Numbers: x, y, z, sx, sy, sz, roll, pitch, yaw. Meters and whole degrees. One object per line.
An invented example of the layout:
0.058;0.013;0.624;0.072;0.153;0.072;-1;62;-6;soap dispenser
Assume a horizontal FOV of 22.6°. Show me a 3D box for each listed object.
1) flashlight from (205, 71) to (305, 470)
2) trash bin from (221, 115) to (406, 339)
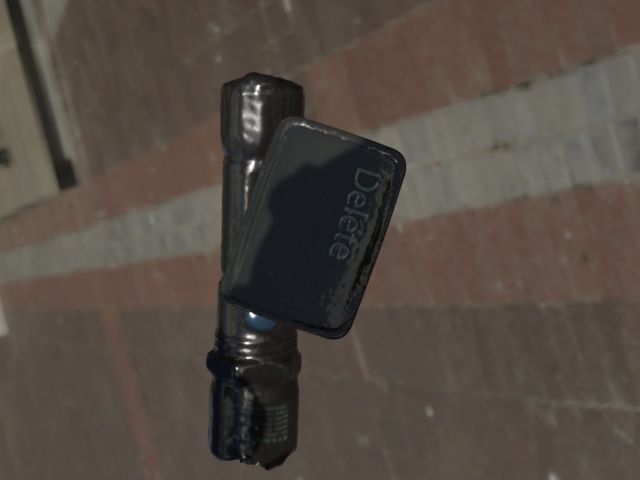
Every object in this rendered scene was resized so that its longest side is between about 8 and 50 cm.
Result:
-0.063;0.031;1.694;0.103;0.103;0.424;-147;57;-65;flashlight
0.000;0.000;1.410;0.225;0.115;0.165;63;-134;-84;trash bin
